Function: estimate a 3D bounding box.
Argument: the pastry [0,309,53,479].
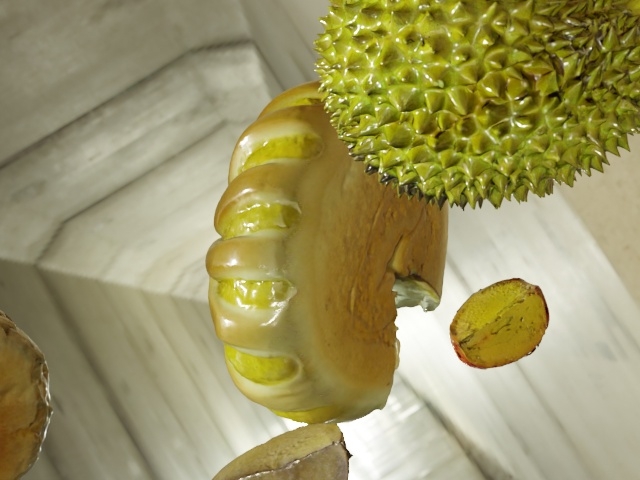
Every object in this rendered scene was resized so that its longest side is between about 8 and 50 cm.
[{"bbox_3d":[-0.447,0.186,1.282,0.330,0.329,0.136,-32,38,-7],"label":"pastry"}]

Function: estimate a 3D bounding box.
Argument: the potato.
[{"bbox_3d":[-0.040,0.361,1.739,0.243,0.138,0.098,-22,19,17],"label":"potato"}]

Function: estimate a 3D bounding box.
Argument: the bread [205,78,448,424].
[{"bbox_3d":[0.000,0.000,1.115,0.160,0.333,0.333,4,19,32],"label":"bread"}]

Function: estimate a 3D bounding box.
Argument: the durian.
[{"bbox_3d":[0.090,-0.090,0.650,0.146,0.198,0.159,-40,-29,-77],"label":"durian"}]

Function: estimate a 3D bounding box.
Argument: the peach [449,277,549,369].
[{"bbox_3d":[0.258,0.130,1.689,0.127,0.092,0.172,-5,32,46],"label":"peach"}]
